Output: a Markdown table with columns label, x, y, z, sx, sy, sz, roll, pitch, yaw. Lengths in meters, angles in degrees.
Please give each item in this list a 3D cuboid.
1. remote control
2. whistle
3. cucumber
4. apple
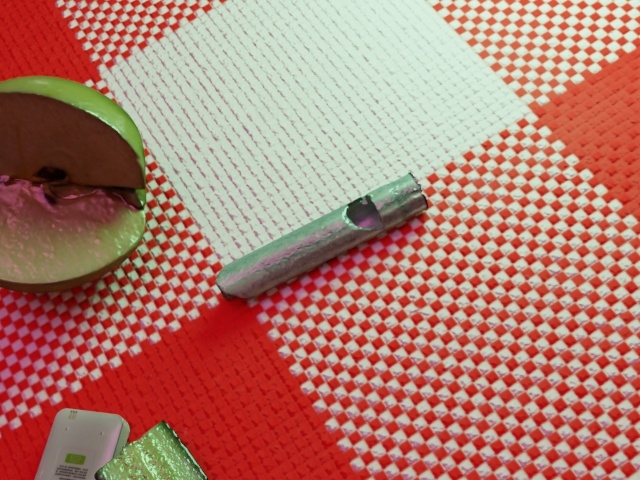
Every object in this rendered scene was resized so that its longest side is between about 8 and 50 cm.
| label | x | y | z | sx | sy | sz | roll | pitch | yaw |
| --- | --- | --- | --- | --- | --- | --- | --- | --- | --- |
| remote control | -0.322 | 0.338 | 1.318 | 0.103 | 0.034 | 0.250 | 4 | 61 | 14 |
| whistle | 0.000 | 0.000 | 1.433 | 0.312 | 0.062 | 0.062 | -27 | 58 | -4 |
| cucumber | -0.212 | 0.304 | 1.296 | 0.116 | 0.062 | 0.115 | -28 | 56 | -28 |
| apple | -0.372 | -0.080 | 1.451 | 0.258 | 0.233 | 0.295 | 2 | 99 | -9 |
